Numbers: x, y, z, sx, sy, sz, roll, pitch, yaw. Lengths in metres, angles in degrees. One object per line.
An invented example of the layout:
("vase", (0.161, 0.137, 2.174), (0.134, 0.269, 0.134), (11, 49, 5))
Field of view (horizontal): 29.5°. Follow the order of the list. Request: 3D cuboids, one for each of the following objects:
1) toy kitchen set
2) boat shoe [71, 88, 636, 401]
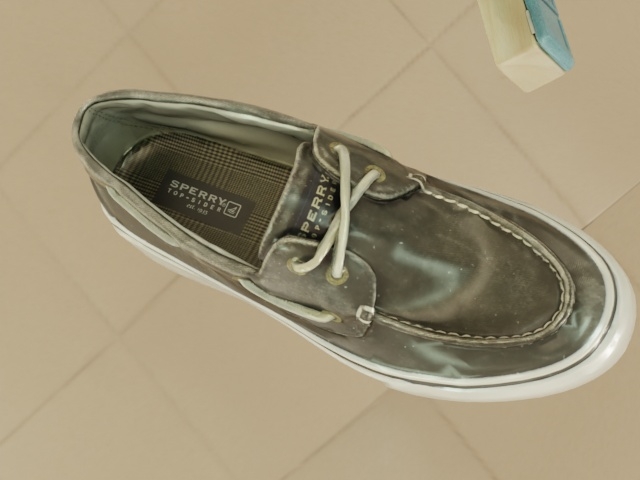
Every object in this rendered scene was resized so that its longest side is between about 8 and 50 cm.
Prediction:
("toy kitchen set", (0.154, -0.224, 0.836), (0.166, 0.207, 0.122), (-26, 59, 27))
("boat shoe", (0.000, 0.000, 0.662), (0.335, 0.119, 0.121), (15, 76, 24))
